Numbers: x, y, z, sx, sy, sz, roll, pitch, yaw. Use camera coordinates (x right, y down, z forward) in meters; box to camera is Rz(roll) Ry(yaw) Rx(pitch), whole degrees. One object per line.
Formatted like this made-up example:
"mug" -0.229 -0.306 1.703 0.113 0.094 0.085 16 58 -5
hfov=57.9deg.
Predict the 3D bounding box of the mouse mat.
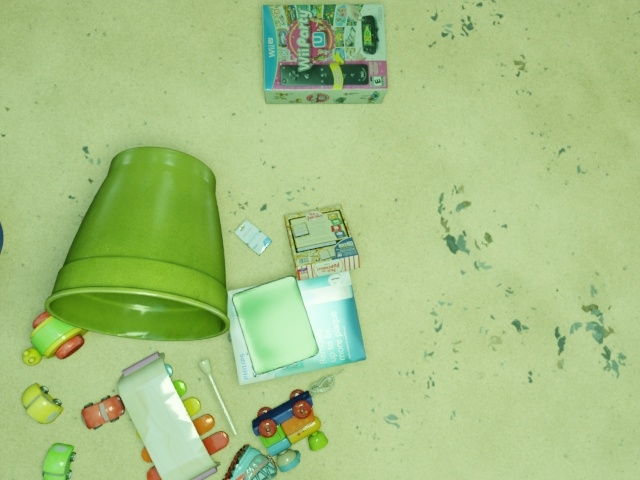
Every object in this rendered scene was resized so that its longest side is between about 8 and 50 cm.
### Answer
"mouse mat" -0.100 0.187 1.288 0.152 0.007 0.190 -18 84 -4

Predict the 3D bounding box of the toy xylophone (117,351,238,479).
"toy xylophone" -0.324 0.409 1.337 0.236 0.081 0.323 -20 85 -5

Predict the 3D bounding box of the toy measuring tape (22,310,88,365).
"toy measuring tape" -0.553 0.171 1.334 0.330 0.121 0.121 -41 88 -7

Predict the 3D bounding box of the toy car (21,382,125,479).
"toy car" -0.589 0.456 1.329 0.238 0.053 0.225 10 83 -2

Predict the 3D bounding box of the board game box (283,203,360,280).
"board game box" 0.000 0.000 1.362 0.146 0.045 0.194 -11 42 -4

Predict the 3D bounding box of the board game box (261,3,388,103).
"board game box" 0.008 -0.463 1.448 0.303 0.097 0.224 -2 84 -3

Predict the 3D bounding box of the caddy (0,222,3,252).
"caddy" -0.858 0.036 1.279 0.241 0.179 0.342 14 83 -12

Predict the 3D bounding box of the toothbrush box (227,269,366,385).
"toothbrush box" -0.061 0.197 1.356 0.295 0.126 0.217 -10 84 -3

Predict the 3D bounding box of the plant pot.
"plant pot" -0.363 0.002 1.256 0.366 0.366 0.353 4 67 -3

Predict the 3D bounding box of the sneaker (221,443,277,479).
"sneaker" -0.185 0.609 1.314 0.125 0.104 0.262 28 83 -2

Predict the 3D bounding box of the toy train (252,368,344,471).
"toy train" -0.022 0.422 1.350 0.247 0.105 0.144 -27 96 -6

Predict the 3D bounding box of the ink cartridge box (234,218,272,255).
"ink cartridge box" -0.165 -0.007 1.419 0.083 0.028 0.048 41 83 1
